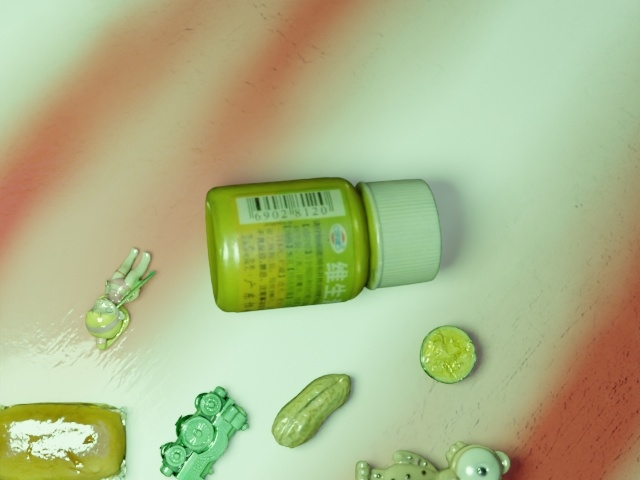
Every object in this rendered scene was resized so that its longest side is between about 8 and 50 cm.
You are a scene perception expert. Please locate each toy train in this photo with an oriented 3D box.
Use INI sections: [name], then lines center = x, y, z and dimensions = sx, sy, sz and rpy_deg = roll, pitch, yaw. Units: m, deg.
[toy train]
center = -0.200, 0.341, 1.901
dimensions = 0.105, 0.071, 0.178
rpy_deg = 37, 77, -9

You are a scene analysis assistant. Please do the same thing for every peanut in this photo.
[peanut]
center = -0.014, 0.296, 1.939
dimensions = 0.174, 0.080, 0.080
rpy_deg = -40, 88, -19

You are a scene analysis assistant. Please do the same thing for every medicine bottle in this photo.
[medicine bottle]
center = 0.000, 0.000, 1.918
dimensions = 0.384, 0.224, 0.224
rpy_deg = -6, 81, -11

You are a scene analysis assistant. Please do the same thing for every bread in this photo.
[bread]
center = -0.445, 0.339, 1.842
dimensions = 0.241, 0.107, 0.136
rpy_deg = 1, 82, -9

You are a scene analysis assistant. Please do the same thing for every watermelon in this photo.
[watermelon]
center = 0.225, 0.206, 2.000
dimensions = 0.105, 0.062, 0.105
rpy_deg = 1, 87, -12

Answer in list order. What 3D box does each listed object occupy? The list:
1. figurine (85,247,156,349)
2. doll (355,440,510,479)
[figurine]
center = -0.350, 0.102, 1.928
dimensions = 0.083, 0.083, 0.187
rpy_deg = 25, 64, -4
[doll]
center = 0.198, 0.435, 1.928
dimensions = 0.278, 0.119, 0.154
rpy_deg = -6, 77, -6
